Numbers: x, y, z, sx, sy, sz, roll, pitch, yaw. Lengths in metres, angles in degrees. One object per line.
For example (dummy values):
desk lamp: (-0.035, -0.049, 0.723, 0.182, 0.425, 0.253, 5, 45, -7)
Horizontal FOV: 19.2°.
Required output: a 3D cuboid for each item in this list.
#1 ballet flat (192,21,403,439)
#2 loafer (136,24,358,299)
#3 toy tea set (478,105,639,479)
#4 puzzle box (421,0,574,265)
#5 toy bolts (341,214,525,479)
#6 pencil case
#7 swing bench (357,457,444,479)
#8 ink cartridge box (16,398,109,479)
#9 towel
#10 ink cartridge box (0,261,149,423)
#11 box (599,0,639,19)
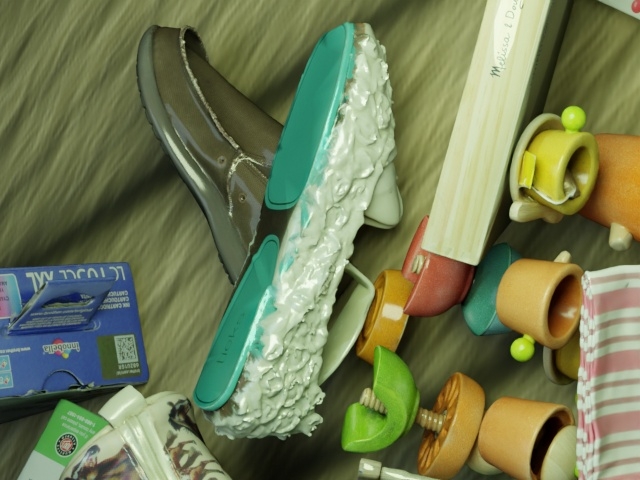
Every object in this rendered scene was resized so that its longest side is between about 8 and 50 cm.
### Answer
ballet flat: (0.000, 0.000, 1.799, 0.147, 0.147, 0.409, 20, 89, 42)
loafer: (-0.067, -0.075, 1.936, 0.130, 0.134, 0.366, -30, 76, 10)
toy tea set: (0.239, 0.053, 1.587, 0.124, 0.200, 0.336, 17, 107, 35)
puzzle box: (0.179, -0.197, 1.604, 0.052, 0.272, 0.408, 16, 101, 10)
toy bolts: (0.135, 0.088, 1.752, 0.218, 0.158, 0.228, -84, 15, -57)
pencil case: (-0.092, 0.335, 1.780, 0.410, 0.160, 0.183, 54, 149, 19)
swing bench: (0.127, 0.344, 1.580, 0.165, 0.253, 0.254, 96, -171, -54)
ink cartridge box: (-0.246, 0.343, 2.003, 0.211, 0.121, 0.289, 20, 78, 42)
towel: (0.280, 0.115, 1.558, 0.029, 0.144, 0.197, -159, 66, -64)
ink cartridge box: (-0.382, 0.125, 2.104, 0.395, 0.270, 0.151, -16, 81, 41)
box: (0.322, -0.248, 1.617, 0.186, 0.038, 0.145, 34, 111, 40)
